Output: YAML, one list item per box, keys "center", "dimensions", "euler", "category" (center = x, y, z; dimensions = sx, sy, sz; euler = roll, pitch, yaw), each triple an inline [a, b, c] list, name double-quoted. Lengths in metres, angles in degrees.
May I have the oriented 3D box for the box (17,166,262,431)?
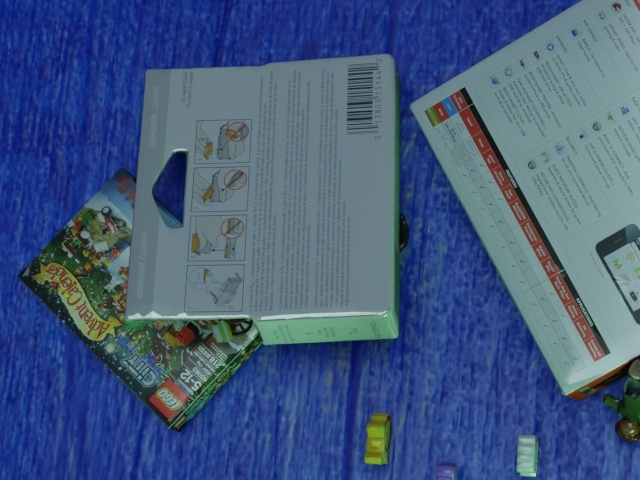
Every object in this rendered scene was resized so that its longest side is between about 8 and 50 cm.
- center: [-0.175, 0.060, 1.859]
  dimensions: [0.233, 0.044, 0.159]
  euler: [43, 87, 16]
  category: "box"

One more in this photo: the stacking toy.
- center: [0.121, 0.283, 1.759]
  dimensions: [0.167, 0.052, 0.221]
  euler: [3, 80, 12]
  category: "stacking toy"

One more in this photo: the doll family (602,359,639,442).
- center: [0.362, 0.183, 1.710]
  dimensions: [0.193, 0.111, 0.076]
  euler: [35, 52, 27]
  category: "doll family"

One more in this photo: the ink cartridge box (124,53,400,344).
- center: [-0.052, -0.042, 1.812]
  dimensions: [0.261, 0.066, 0.296]
  euler: [-2, 62, 8]
  category: "ink cartridge box"

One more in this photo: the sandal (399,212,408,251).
- center: [0.000, 0.000, 1.843]
  dimensions: [0.179, 0.040, 0.067]
  euler: [-13, 76, 7]
  category: "sandal"

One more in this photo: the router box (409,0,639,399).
- center: [0.296, -0.061, 1.759]
  dimensions: [0.301, 0.082, 0.335]
  euler: [-30, 74, 13]
  category: "router box"
